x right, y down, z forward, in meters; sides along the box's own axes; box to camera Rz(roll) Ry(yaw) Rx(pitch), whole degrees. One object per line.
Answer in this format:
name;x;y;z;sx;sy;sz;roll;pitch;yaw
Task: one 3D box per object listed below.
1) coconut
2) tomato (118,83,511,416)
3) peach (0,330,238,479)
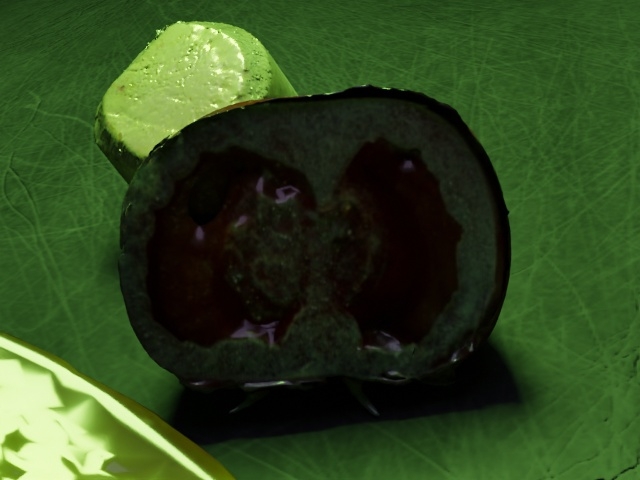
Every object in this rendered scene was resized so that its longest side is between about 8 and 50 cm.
coconut;-0.080;-0.076;0.986;0.147;0.152;0.147;-9;61;18
tomato;0.000;0.000;0.779;0.214;0.180;0.155;1;5;2
peach;-0.156;0.187;0.256;0.306;0.242;0.380;27;22;21
